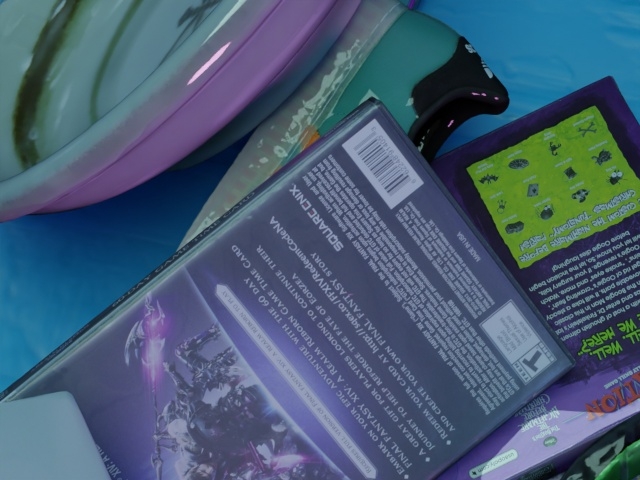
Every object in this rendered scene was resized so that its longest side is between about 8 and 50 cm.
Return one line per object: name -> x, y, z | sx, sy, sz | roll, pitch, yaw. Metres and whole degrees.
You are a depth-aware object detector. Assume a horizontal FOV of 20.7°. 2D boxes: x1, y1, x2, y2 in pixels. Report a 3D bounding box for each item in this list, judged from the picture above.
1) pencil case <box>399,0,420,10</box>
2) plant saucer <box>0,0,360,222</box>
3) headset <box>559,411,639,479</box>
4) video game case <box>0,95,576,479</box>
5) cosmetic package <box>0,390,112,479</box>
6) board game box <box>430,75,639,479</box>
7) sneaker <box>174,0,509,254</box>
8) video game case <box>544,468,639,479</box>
pencil case -> 0.038, -0.152, 1.138 | 0.070, 0.064, 0.152 | 18, 77, 27
plant saucer -> -0.070, -0.153, 1.052 | 0.100, 0.400, 0.400 | 39, 80, -26
headset -> 0.265, 0.257, 0.914 | 0.243, 0.185, 0.394 | -27, 69, -5
video game case -> -0.018, 0.080, 0.982 | 0.274, 0.026, 0.196 | -38, 105, -1
cosmetic package -> -0.227, 0.267, 0.892 | 0.385, 0.156, 0.217 | -48, 62, 38
board game box -> 0.071, 0.062, 1.073 | 0.347, 0.056, 0.208 | -25, 63, 0
sneaker -> 0.000, 0.000, 1.027 | 0.121, 0.108, 0.302 | 31, 85, 10
video game case -> 0.145, 0.146, 1.063 | 0.122, 0.011, 0.087 | -10, 73, 5
